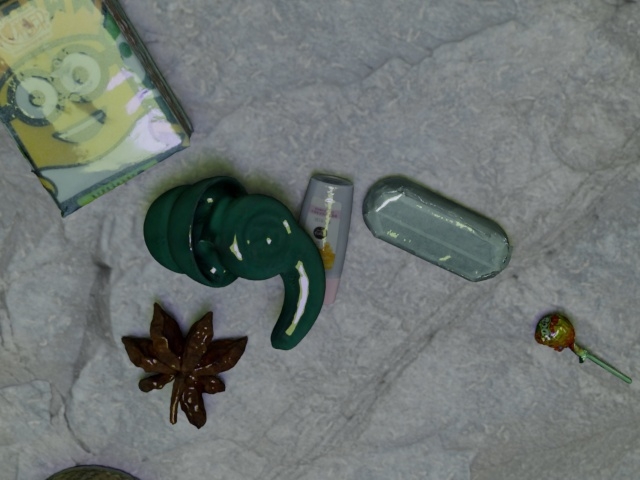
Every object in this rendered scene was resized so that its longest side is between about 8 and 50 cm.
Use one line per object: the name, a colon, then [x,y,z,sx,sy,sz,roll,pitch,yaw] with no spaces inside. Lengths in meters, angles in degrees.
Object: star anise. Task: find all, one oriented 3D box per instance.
star anise: [-0.215,0.194,1.771,0.196,0.111,0.212,-38,98,5]

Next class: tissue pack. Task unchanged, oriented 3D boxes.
tissue pack: [-0.357,-0.223,1.613,0.228,0.128,0.311,-29,106,7]

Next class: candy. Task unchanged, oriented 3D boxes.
candy: [0.429,0.181,1.795,0.201,0.060,0.060,33,106,-18]

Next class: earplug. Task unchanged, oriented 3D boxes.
earplug: [-0.135,0.017,1.681,0.280,0.164,0.257,12,146,26]

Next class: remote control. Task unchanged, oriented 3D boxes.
remote control: [0.180,-0.014,1.724,0.247,0.052,0.104,24,108,-10]

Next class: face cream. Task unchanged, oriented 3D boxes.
face cream: [0.000,0.000,1.724,0.084,0.057,0.198,11,108,2]

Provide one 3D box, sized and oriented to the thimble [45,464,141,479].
thimble: [-0.387,0.520,1.849,0.271,0.150,0.271,0,108,0]
